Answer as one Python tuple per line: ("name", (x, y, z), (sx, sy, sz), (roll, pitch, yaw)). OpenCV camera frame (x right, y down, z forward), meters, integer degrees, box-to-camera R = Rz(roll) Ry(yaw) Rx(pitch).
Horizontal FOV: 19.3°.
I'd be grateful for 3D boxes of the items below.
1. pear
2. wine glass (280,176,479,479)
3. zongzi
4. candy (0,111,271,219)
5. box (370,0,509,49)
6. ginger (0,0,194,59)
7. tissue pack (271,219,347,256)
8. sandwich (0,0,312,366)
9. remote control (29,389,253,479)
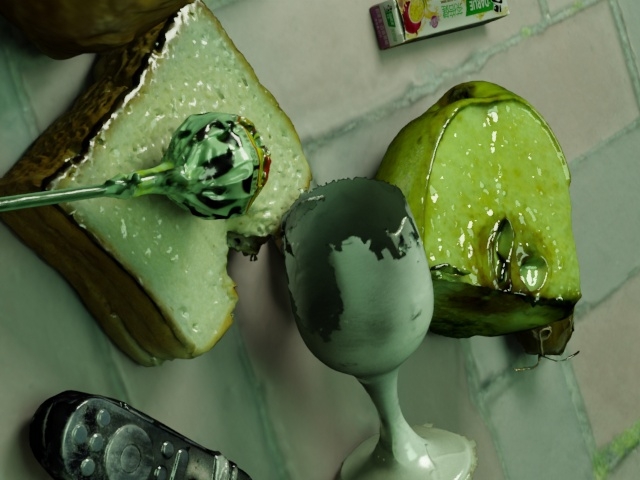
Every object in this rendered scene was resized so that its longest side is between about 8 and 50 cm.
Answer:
("pear", (0.132, -0.043, 1.930), (0.238, 0.164, 0.255), (11, 70, -38))
("wine glass", (0.052, 0.099, 1.764), (0.143, 0.143, 0.321), (-47, 131, -42))
("zongzi", (0.253, 0.030, 2.128), (0.184, 0.084, 0.187), (-50, 134, -65))
("candy", (-0.167, -0.050, 1.519), (0.305, 0.083, 0.091), (-9, 94, -40))
("box", (0.133, -0.250, 2.053), (0.207, 0.041, 0.050), (-20, 95, -49))
("ginger", (-0.187, -0.288, 1.565), (0.223, 0.200, 0.269), (30, 60, -38))
("tissue pack", (0.000, 0.000, 1.820), (0.063, 0.083, 0.035), (58, 44, -24))
("sandwich", (-0.133, -0.051, 1.670), (0.249, 0.095, 0.273), (52, 49, -29))
("remote control", (-0.152, 0.202, 1.636), (0.266, 0.066, 0.090), (35, 72, -45))
